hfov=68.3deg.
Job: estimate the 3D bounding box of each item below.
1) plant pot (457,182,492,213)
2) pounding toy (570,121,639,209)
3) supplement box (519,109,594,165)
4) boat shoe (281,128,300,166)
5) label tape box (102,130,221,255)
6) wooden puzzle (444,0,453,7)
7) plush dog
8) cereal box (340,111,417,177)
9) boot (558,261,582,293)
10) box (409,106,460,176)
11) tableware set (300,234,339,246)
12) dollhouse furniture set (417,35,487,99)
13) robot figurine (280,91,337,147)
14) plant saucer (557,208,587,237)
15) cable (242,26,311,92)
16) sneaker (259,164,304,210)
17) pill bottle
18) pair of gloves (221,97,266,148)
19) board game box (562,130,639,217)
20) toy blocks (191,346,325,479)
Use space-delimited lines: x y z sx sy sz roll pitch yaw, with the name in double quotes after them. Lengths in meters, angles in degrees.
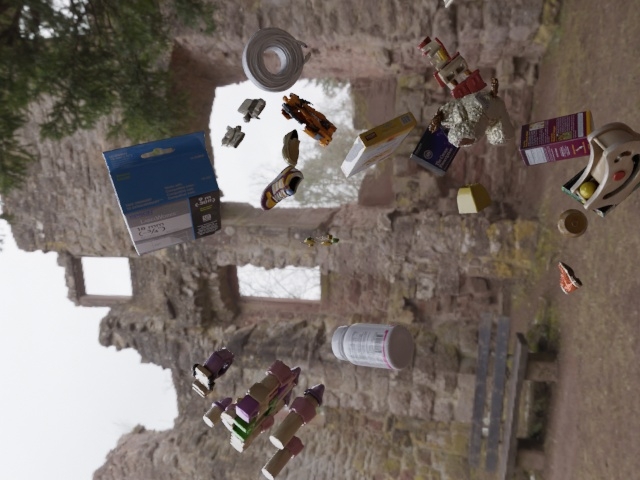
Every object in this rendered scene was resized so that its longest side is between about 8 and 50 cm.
0.502 -0.144 1.558 0.082 0.081 0.083 -27 -76 -28 "plant pot"
0.714 -0.171 1.110 0.269 0.154 0.154 104 160 -44 "pounding toy"
0.690 -0.295 1.378 0.081 0.188 0.104 45 -130 -41 "supplement box"
-0.107 -0.362 1.805 0.068 0.072 0.189 23 -139 -33 "boat shoe"
-0.389 -0.108 1.213 0.333 0.241 0.105 108 140 -60 "label tape box"
0.238 -0.665 1.136 0.044 0.239 0.221 -49 6 14 "wooden puzzle"
0.492 -0.422 1.576 0.263 0.225 0.210 -11 -75 -30 "plush dog"
0.163 -0.273 1.375 0.047 0.173 0.240 60 166 7 "cereal box"
1.109 0.168 2.140 0.157 0.059 0.084 -94 28 -47 "boot"
0.569 -0.463 2.232 0.261 0.184 0.103 -60 -8 -2 "box"
0.000 0.000 1.981 0.104 0.154 0.024 22 -116 -40 "tableware set"
0.586 -0.812 2.145 0.374 0.152 0.201 34 -156 -46 "dollhouse furniture set"
-0.062 -0.560 2.173 0.085 0.291 0.211 -46 15 35 "robot figurine"
0.717 -0.048 1.337 0.015 0.084 0.083 16 -104 -87 "plant saucer"
-0.196 -0.746 1.957 0.257 0.089 0.257 27 -91 -29 "cable"
-0.133 -0.168 1.602 0.070 0.084 0.185 30 -79 -45 "sneaker"
0.190 0.391 1.771 0.160 0.283 0.160 7 -100 -45 "pill bottle"
-0.303 -0.463 1.864 0.042 0.204 0.240 35 -97 -35 "pair of gloves"
0.817 -0.188 1.300 0.136 0.260 0.030 49 177 38 "board game box"
-0.143 0.412 1.283 0.260 0.309 0.288 -42 -23 -40 "toy blocks"
